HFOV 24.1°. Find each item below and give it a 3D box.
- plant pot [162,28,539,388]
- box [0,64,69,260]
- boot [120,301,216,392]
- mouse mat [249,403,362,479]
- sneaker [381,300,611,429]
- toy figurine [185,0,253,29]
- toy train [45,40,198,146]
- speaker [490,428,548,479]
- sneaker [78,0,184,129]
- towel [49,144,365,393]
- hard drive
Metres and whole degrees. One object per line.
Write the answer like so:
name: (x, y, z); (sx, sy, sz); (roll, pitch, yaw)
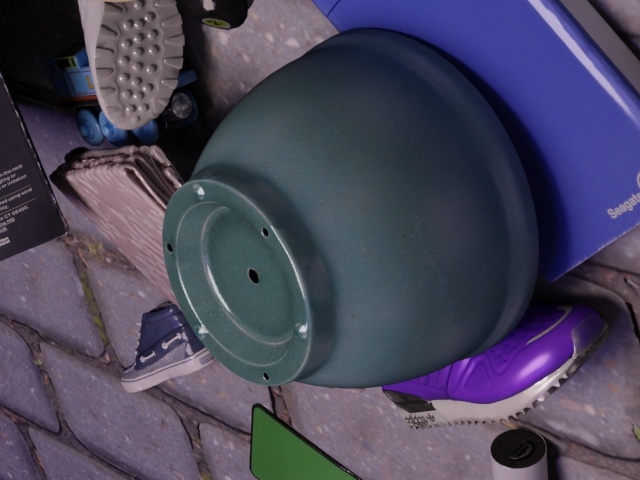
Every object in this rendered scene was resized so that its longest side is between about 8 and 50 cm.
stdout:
plant pot: (0.000, 0.000, 1.201); (0.293, 0.196, 0.293); (28, 131, 37)
box: (-0.423, -0.175, 1.547); (0.343, 0.179, 0.313); (-126, 17, -55)
boot: (-0.194, 0.123, 1.804); (0.190, 0.069, 0.086); (-23, 96, 48)
mouse mat: (-0.013, 0.288, 1.791); (0.189, 0.007, 0.153); (33, 143, 23)
sneaker: (0.123, 0.081, 1.339); (0.146, 0.102, 0.293); (56, 147, -7)
toy figurine: (-0.081, -0.298, 1.172); (0.209, 0.148, 0.213); (43, 147, 11)
toy train: (-0.200, -0.154, 1.522); (0.184, 0.080, 0.105); (2, 118, 49)
speaker: (0.196, 0.248, 1.457); (0.055, 0.055, 0.136); (23, 138, 36)
sneaker: (-0.191, -0.223, 1.413); (0.095, 0.090, 0.235); (16, 112, 57)
towel: (-0.118, 0.025, 1.502); (0.317, 0.053, 0.332); (46, 166, -17)
hard drive: (0.139, -0.132, 1.168); (0.319, 0.040, 0.210); (50, 147, 2)
